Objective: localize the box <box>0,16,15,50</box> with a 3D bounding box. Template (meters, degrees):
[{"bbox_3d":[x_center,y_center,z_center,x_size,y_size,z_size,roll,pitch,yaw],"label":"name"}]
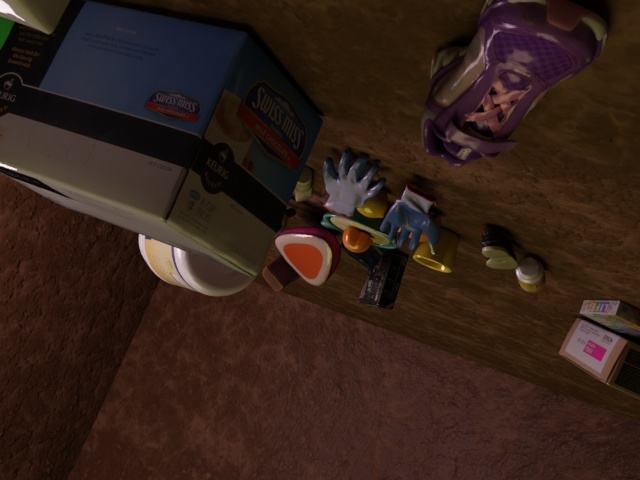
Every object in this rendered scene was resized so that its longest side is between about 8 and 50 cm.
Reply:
[{"bbox_3d":[-0.561,-0.323,1.113,0.231,0.126,0.262,21,171,0],"label":"box"}]

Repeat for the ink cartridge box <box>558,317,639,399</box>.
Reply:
[{"bbox_3d":[0.572,0.232,1.481,0.193,0.088,0.234,25,-176,-5],"label":"ink cartridge box"}]

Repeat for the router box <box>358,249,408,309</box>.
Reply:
[{"bbox_3d":[0.130,0.080,1.702,0.038,0.122,0.092,21,172,-24],"label":"router box"}]

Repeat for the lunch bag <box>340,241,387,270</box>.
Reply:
[{"bbox_3d":[0.086,0.009,1.592,0.067,0.065,0.098,36,177,21],"label":"lunch bag"}]

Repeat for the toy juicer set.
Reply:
[{"bbox_3d":[0.057,-0.034,1.348,0.329,0.089,0.209,20,170,23],"label":"toy juicer set"}]

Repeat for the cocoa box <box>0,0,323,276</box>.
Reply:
[{"bbox_3d":[-0.218,-0.135,1.014,0.347,0.228,0.231,18,170,27],"label":"cocoa box"}]

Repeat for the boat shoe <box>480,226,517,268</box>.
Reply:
[{"bbox_3d":[0.276,0.015,1.257,0.049,0.042,0.133,-3,161,21],"label":"boat shoe"}]

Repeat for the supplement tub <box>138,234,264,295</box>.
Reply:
[{"bbox_3d":[-0.293,0.006,1.963,0.228,0.228,0.316,29,169,-30],"label":"supplement tub"}]

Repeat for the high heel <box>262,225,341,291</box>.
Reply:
[{"bbox_3d":[0.000,0.000,1.621,0.127,0.181,0.377,53,159,-5],"label":"high heel"}]

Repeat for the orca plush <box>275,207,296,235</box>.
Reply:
[{"bbox_3d":[-0.134,-0.050,1.695,0.102,0.151,0.287,50,-173,-5],"label":"orca plush"}]

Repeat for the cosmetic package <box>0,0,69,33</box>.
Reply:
[{"bbox_3d":[-0.371,-0.318,0.605,0.385,0.156,0.217,23,170,9],"label":"cosmetic package"}]

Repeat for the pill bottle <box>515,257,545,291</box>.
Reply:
[{"bbox_3d":[0.336,0.053,1.307,0.043,0.043,0.083,19,170,23],"label":"pill bottle"}]

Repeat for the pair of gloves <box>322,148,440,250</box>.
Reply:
[{"bbox_3d":[0.090,-0.055,1.191,0.198,0.023,0.159,26,152,5],"label":"pair of gloves"}]

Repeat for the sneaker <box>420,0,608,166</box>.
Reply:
[{"bbox_3d":[0.140,-0.117,0.654,0.095,0.104,0.236,26,169,-7],"label":"sneaker"}]

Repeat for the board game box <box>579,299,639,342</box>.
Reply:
[{"bbox_3d":[0.536,0.144,1.389,0.154,0.026,0.103,25,171,-12],"label":"board game box"}]
